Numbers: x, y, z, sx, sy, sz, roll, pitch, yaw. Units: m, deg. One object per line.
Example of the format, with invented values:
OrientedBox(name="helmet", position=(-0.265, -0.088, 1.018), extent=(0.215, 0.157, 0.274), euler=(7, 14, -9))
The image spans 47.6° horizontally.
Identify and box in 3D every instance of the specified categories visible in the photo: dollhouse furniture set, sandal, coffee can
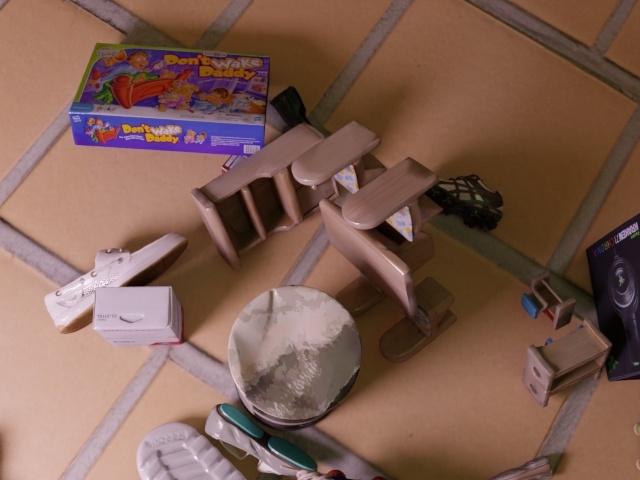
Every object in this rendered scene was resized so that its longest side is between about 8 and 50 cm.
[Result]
OrientedBox(name="dollhouse furniture set", position=(0.000, 0.000, 1.236), extent=(0.256, 0.362, 0.394), euler=(-35, 50, -15))
OrientedBox(name="sandal", position=(-0.155, 0.481, 1.197), extent=(0.169, 0.102, 0.416), euler=(-24, 62, -27))
OrientedBox(name="dollhouse furniture set", position=(0.414, 0.181, 1.336), extent=(0.129, 0.129, 0.184), euler=(-23, 51, -11))
OrientedBox(name="coffee can", position=(-0.047, 0.203, 1.196), extent=(0.201, 0.275, 0.202), euler=(1, 72, -4))

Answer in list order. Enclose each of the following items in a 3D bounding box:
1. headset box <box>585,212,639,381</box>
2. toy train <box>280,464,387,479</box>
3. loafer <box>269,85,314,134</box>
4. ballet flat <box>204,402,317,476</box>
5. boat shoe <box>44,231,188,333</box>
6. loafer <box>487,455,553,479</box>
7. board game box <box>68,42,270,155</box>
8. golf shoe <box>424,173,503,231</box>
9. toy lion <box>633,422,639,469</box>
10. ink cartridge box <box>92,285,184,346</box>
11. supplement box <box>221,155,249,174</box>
OrientedBox(name="headset box", position=(0.605, 0.114, 1.293), extent=(0.131, 0.246, 0.283), euler=(-2, 73, -6))
OrientedBox(name="toy train", position=(0.029, 0.453, 1.179), extent=(0.248, 0.105, 0.143), euler=(16, 78, -23))
OrientedBox(name="loafer", position=(-0.048, -0.224, 1.456), extent=(0.061, 0.062, 0.170), euler=(-25, 71, 11))
OrientedBox(name="ballet flat", position=(-0.106, 0.362, 1.259), extent=(0.213, 0.072, 0.068), euler=(32, 100, 7))
OrientedBox(name="boat shoe", position=(-0.373, 0.054, 1.313), extent=(0.277, 0.098, 0.096), euler=(-35, 79, -13))
OrientedBox(name="loafer", position=(0.355, 0.420, 1.281), extent=(0.125, 0.045, 0.039), euler=(-18, 81, -13))
OrientedBox(name="board game box", position=(-0.275, -0.273, 1.390), extent=(0.347, 0.078, 0.233), euler=(3, 46, -4))
OrientedBox(name="golf shoe", position=(0.268, -0.094, 1.431), extent=(0.198, 0.077, 0.094), euler=(26, 61, -3))
OrientedBox(name="toy lion", position=(0.626, 0.373, 1.325), extent=(0.096, 0.034, 0.100), euler=(8, 72, -10))
OrientedBox(name="ink cartridge box", position=(-0.308, 0.133, 1.251), extent=(0.127, 0.175, 0.072), euler=(0, 72, -5))
OrientedBox(name="supplement box", position=(-0.157, -0.135, 1.398), extent=(0.043, 0.083, 0.055), euler=(34, 72, 7))
